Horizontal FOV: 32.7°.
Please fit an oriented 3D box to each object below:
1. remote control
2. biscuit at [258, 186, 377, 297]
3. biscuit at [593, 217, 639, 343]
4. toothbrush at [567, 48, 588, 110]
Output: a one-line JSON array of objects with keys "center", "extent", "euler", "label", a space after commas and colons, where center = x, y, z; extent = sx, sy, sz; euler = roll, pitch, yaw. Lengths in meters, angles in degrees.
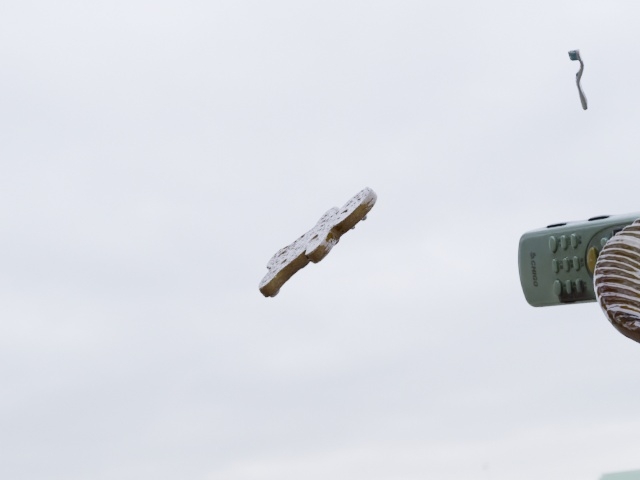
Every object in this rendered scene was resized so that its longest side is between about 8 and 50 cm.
[{"center": [0.439, 0.032, 1.777], "extent": [0.056, 0.140, 0.296], "euler": [-1, -6, -37], "label": "remote control"}, {"center": [0.000, 0.001, 1.478], "extent": [0.205, 0.031, 0.138], "euler": [-40, 13, 21], "label": "biscuit"}, {"center": [0.473, 0.040, 1.244], "extent": [0.317, 0.318, 0.040], "euler": [-7, -58, 4], "label": "biscuit"}, {"center": [0.337, -0.205, 1.408], "extent": [0.017, 0.014, 0.162], "euler": [-1, -19, 20], "label": "toothbrush"}]
